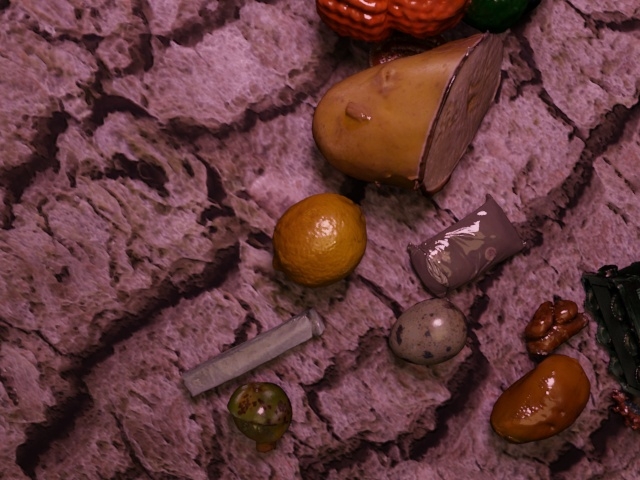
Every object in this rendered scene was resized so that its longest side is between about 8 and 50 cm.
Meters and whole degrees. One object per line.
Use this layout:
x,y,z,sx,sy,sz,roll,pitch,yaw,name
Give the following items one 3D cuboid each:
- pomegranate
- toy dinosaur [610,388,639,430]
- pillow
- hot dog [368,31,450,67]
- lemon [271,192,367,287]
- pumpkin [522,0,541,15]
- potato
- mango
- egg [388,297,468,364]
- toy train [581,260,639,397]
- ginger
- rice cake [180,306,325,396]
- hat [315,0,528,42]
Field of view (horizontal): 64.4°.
-0.126,0.380,1.127,0.143,0.122,0.169,-4,131,25,pomegranate
0.740,0.414,1.205,0.055,0.049,0.154,-42,89,-4,toy dinosaur
0.335,0.018,1.165,0.255,0.059,0.169,-34,91,-1,pillow
0.202,-0.421,1.143,0.191,0.053,0.099,-3,98,-1,hot dog
0.000,0.000,1.080,0.231,0.192,0.192,-34,93,1,lemon
0.403,-0.583,1.106,0.201,0.140,0.202,2,102,9,pumpkin
0.167,-0.293,1.060,0.295,0.290,0.397,23,76,24,potato
0.490,0.359,1.138,0.248,0.151,0.156,-32,127,-4,mango
0.237,0.206,1.126,0.181,0.141,0.141,-27,93,16,egg
0.735,0.196,1.156,0.178,0.138,0.331,-23,94,-6,toy train
0.536,0.189,1.176,0.162,0.073,0.103,-31,107,-8,ginger
-0.149,0.250,1.144,0.336,0.063,0.066,-25,96,-2,rice cake
0.195,-0.488,1.020,0.400,0.285,0.286,29,90,1,hat
